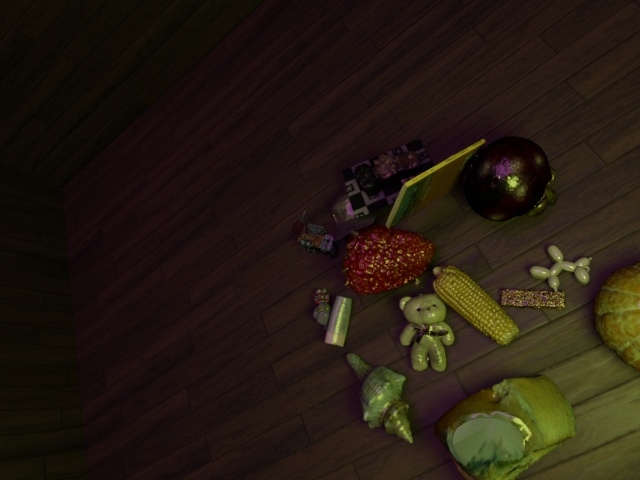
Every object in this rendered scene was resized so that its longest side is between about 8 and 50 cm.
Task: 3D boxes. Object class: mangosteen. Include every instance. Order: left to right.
[{"bbox_3d":[0.642,-0.196,1.438,0.297,0.297,0.293,-40,77,13],"label":"mangosteen"}]

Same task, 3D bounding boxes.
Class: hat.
[{"bbox_3d":[0.125,-0.120,1.775,0.214,0.245,0.149,-28,100,18],"label":"hat"}]

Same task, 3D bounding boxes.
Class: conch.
[{"bbox_3d":[0.215,0.544,1.512,0.203,0.170,0.386,-28,60,-9],"label":"conch"}]

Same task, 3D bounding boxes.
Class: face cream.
[{"bbox_3d":[0.076,0.329,1.720,0.084,0.057,0.198,17,79,-11],"label":"face cream"}]

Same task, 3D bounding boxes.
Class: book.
[{"bbox_3d":[0.405,-0.198,1.496,0.374,0.262,0.028,-29,69,-20],"label":"book"}]

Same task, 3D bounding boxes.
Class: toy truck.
[{"bbox_3d":[0.001,0.001,1.873,0.177,0.080,0.115,17,73,35],"label":"toy truck"}]

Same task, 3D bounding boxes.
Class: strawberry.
[{"bbox_3d":[0.252,0.084,1.595,0.343,0.292,0.292,6,76,17],"label":"strawberry"}]

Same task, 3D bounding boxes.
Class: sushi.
[{"bbox_3d":[0.267,-0.291,1.720,0.373,0.100,0.296,-21,51,11],"label":"sushi"}]

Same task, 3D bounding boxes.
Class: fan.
[{"bbox_3d":[-0.098,-0.083,2.001,0.085,0.005,0.133,22,87,35],"label":"fan"}]

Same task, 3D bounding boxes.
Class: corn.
[{"bbox_3d":[0.523,0.216,1.460,0.130,0.130,0.347,-47,59,8],"label":"corn"}]

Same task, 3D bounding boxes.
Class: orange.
[{"bbox_3d":[0.935,0.205,1.148,0.329,0.249,0.329,-8,67,20],"label":"orange"}]

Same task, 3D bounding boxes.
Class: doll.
[{"bbox_3d":[0.013,0.288,1.774,0.094,0.079,0.180,-4,61,-9],"label":"doll"},{"bbox_3d":[0.382,0.331,1.508,0.175,0.149,0.278,-4,83,-5],"label":"doll"},{"bbox_3d":[0.796,0.093,1.377,0.161,0.059,0.160,-47,57,-2],"label":"doll"}]

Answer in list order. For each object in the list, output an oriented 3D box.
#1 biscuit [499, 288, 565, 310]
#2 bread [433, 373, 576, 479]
[{"bbox_3d":[0.708,0.197,1.412,0.199,0.034,0.064,-1,73,31],"label":"biscuit"},{"bbox_3d":[0.546,0.561,1.252,0.395,0.264,0.239,-42,53,13],"label":"bread"}]
